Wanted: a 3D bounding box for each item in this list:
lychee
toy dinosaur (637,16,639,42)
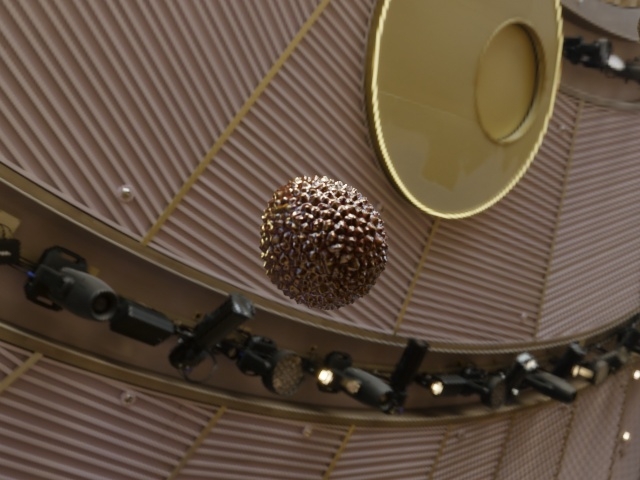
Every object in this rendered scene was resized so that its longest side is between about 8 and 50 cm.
[{"bbox_3d":[0.000,0.000,0.989,0.188,0.188,0.188,-15,-67,-39],"label":"lychee"},{"bbox_3d":[0.226,-0.079,0.380,0.087,0.187,0.179,-17,-30,-15],"label":"toy dinosaur"}]
